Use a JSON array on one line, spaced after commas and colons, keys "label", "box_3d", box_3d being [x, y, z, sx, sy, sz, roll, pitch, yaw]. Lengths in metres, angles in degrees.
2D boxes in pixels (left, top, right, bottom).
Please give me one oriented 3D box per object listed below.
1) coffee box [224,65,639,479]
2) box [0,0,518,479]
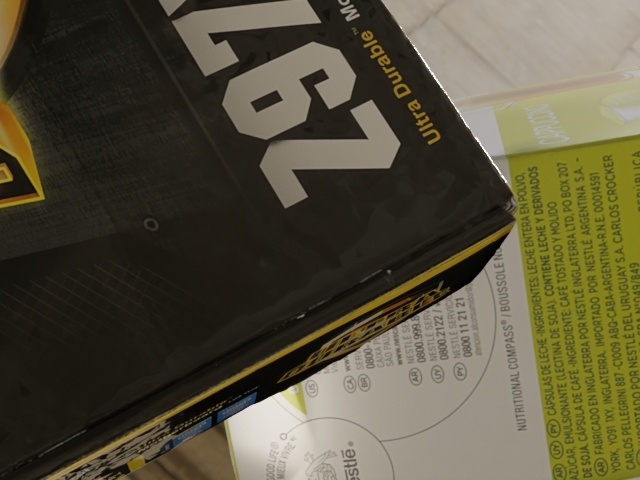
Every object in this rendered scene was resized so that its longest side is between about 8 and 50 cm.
[{"label": "coffee box", "box_3d": [0.130, 0.082, 0.734, 0.334, 0.338, 0.337, -8, -169, 9]}, {"label": "box", "box_3d": [-0.127, -0.069, 0.386, 0.257, 0.322, 0.079, -27, 164, -15]}]
